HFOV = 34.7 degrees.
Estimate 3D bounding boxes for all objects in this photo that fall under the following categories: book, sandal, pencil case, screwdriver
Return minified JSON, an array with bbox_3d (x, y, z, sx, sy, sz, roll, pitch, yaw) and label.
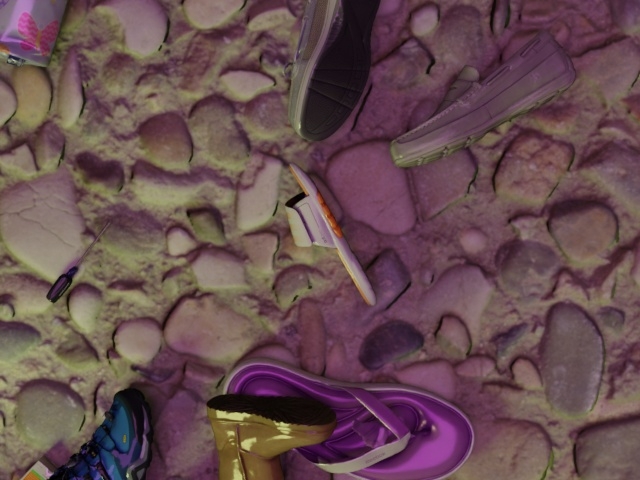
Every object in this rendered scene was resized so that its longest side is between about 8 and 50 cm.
[{"bbox_3d":[-0.481,0.446,1.716,0.096,0.035,0.144,44,95,-2],"label":"book"},{"bbox_3d":[0.000,0.001,1.631,0.076,0.102,0.265,-29,92,2],"label":"sandal"},{"bbox_3d":[-0.461,-0.412,1.633,0.124,0.113,0.273,16,93,-19],"label":"pencil case"},{"bbox_3d":[0.040,0.303,1.641,0.416,0.102,0.169,12,93,3],"label":"sandal"},{"bbox_3d":[-0.395,0.035,1.701,0.170,0.024,0.025,-48,119,-2],"label":"screwdriver"}]

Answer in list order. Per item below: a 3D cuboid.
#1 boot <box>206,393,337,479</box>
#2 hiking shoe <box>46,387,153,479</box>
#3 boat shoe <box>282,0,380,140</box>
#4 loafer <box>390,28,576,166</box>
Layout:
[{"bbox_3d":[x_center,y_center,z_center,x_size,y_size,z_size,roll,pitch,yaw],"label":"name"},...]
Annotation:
[{"bbox_3d":[-0.066,0.380,1.612,0.236,0.089,0.269,3,108,33],"label":"boot"},{"bbox_3d":[-0.364,0.379,1.641,0.132,0.113,0.304,17,93,-38],"label":"hiking shoe"},{"bbox_3d":[0.012,-0.317,1.622,0.118,0.103,0.320,7,98,-42],"label":"boat shoe"},{"bbox_3d":[0.243,-0.219,1.608,0.319,0.112,0.111,-29,86,-3],"label":"loafer"}]
